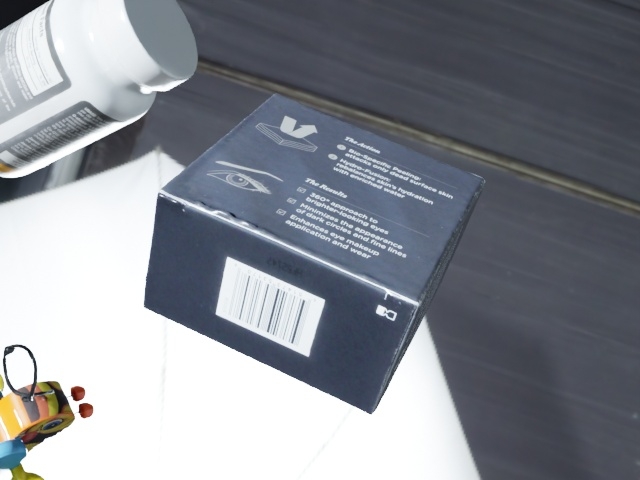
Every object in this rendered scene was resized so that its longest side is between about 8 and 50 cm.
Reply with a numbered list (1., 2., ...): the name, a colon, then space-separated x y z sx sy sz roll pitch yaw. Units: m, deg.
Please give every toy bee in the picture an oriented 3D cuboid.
1. toy bee: -0.368 0.239 1.072 0.162 0.298 0.195 2 -108 -55

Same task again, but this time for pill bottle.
1. pill bottle: -0.292 -0.192 1.005 0.162 0.279 0.162 47 -148 -41

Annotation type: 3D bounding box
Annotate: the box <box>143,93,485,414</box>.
1. box: 0.000 0.000 0.539 0.158 0.156 0.093 -52 -18 -52
